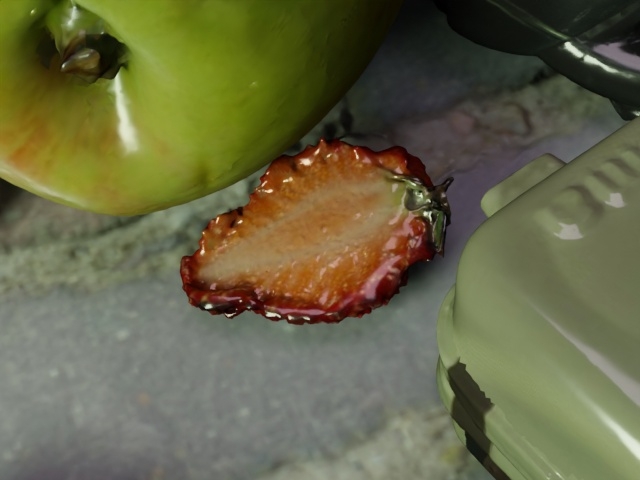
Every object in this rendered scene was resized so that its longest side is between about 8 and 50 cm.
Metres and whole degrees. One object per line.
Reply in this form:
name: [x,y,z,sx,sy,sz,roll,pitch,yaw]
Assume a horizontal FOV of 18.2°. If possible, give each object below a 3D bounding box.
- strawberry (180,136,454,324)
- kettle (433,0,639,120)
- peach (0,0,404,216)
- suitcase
strawberry: [0.001,0.001,1.043,0.152,0.048,0.104,-18,61,6]
kettle: [0.183,-0.212,1.070,0.268,0.207,0.290,36,105,13]
peach: [-0.087,-0.182,1.016,0.281,0.314,0.315,14,38,10]
suitcase: [0.267,0.052,0.901,0.351,0.194,0.339,-33,62,-19]
